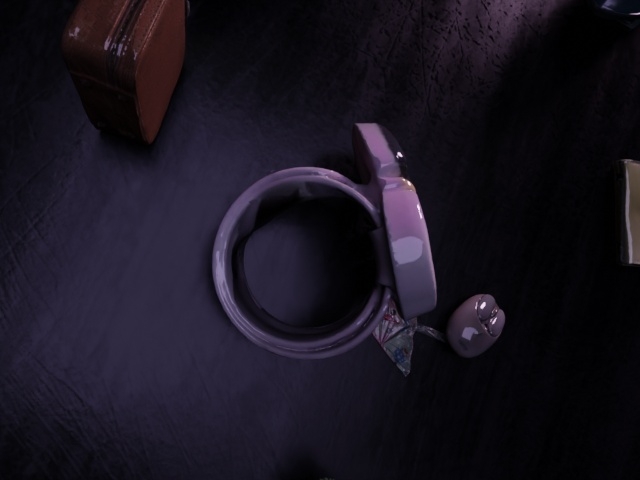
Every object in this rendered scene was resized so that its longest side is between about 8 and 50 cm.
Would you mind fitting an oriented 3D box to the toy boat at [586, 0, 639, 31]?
[{"bbox_3d":[0.475,-0.388,0.772,0.296,0.122,0.114,-37,73,-25],"label":"toy boat"}]

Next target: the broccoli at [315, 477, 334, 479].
[{"bbox_3d":[0.028,0.351,0.569,0.154,0.160,0.167,27,65,-38],"label":"broccoli"}]

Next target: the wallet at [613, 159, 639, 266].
[{"bbox_3d":[0.486,-0.038,0.786,0.110,0.039,0.155,5,83,-11],"label":"wallet"}]

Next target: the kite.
[{"bbox_3d":[0.126,0.110,0.695,0.152,0.005,0.137,12,82,-14],"label":"kite"}]

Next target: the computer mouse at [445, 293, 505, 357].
[{"bbox_3d":[0.207,0.111,0.694,0.096,0.039,0.066,-36,94,-20],"label":"computer mouse"}]

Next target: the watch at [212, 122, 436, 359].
[{"bbox_3d":[0.000,0.000,0.608,0.231,0.196,0.244,-14,88,6],"label":"watch"}]

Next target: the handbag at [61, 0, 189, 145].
[{"bbox_3d":[-0.191,-0.194,0.548,0.072,0.193,0.151,18,73,-8],"label":"handbag"}]
